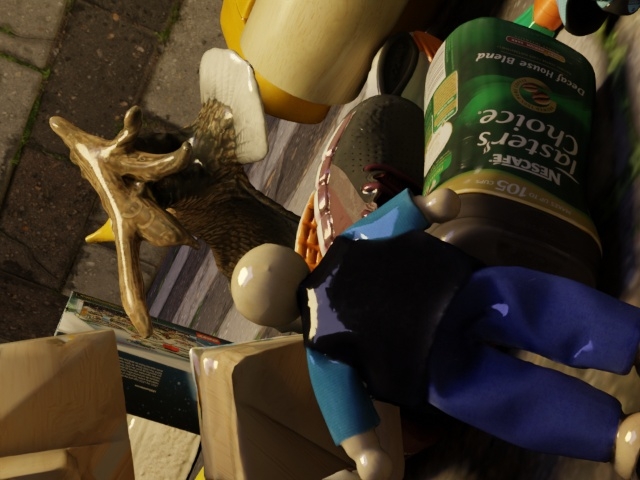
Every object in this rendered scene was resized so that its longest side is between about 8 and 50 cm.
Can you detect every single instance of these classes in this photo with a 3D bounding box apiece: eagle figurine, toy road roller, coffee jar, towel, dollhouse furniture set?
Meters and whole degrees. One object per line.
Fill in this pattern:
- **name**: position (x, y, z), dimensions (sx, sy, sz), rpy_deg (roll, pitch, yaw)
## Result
- **eagle figurine**: position (-0.098, -0.036, 0.937), dimensions (0.298, 0.225, 0.226), rpy_deg (10, -89, -61)
- **toy road roller**: position (0.043, -0.258, 1.011), dimensions (0.202, 0.240, 0.329), rpy_deg (-61, 30, 34)
- **coffee jar**: position (0.099, -0.033, 0.583), dimensions (0.079, 0.096, 0.184), rpy_deg (121, 166, -46)
- **towel**: position (-0.289, 0.340, 1.432), dimensions (0.049, 0.187, 0.282), rpy_deg (-109, 42, -79)
- **dollhouse furniture set**: position (-0.148, 0.249, 0.585), dimensions (0.256, 0.362, 0.394), rpy_deg (175, 88, -76)

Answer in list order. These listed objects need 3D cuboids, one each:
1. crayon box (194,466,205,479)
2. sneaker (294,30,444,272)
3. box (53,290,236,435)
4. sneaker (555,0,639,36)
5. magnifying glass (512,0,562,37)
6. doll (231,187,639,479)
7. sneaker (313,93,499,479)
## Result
- **crayon box**: position (-0.097, 0.297, 0.892), dimensions (0.165, 0.081, 0.278), rpy_deg (-81, 18, -51)
- **sneaker**: position (0.045, -0.038, 0.889), dimensions (0.262, 0.099, 0.121), rpy_deg (-65, 1, -27)
- **box**: position (-0.090, 0.107, 0.835), dimensions (0.159, 0.233, 0.044), rpy_deg (-144, 73, -79)
- **sneaker**: position (0.178, -0.161, 0.601), dimensions (0.162, 0.063, 0.073), rpy_deg (134, 138, -72)
- **magnifying glass**: position (0.145, -0.139, 0.764), dimensions (0.231, 0.026, 0.092), rpy_deg (122, 165, -48)
- **doll**: position (0.045, 0.042, 0.460), dimensions (0.046, 0.189, 0.129), rpy_deg (41, -112, -70)
- **sneaker**: position (0.066, 0.010, 0.684), dimensions (0.162, 0.106, 0.281), rpy_deg (142, 139, -58)
